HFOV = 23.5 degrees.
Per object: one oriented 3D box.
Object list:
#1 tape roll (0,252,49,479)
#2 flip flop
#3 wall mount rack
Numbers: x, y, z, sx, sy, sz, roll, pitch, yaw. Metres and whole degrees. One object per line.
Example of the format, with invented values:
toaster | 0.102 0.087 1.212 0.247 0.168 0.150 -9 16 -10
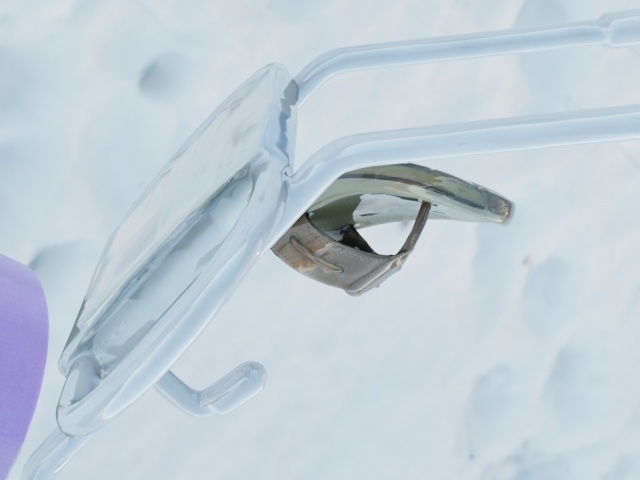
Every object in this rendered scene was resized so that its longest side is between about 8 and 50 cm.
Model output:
tape roll | -0.330 0.127 1.220 0.090 0.275 0.274 29 96 -34
flip flop | 0.000 0.000 1.018 0.112 0.277 0.080 20 66 -61
wall mount rack | 0.019 -0.011 0.633 0.130 0.350 0.304 43 101 -12
